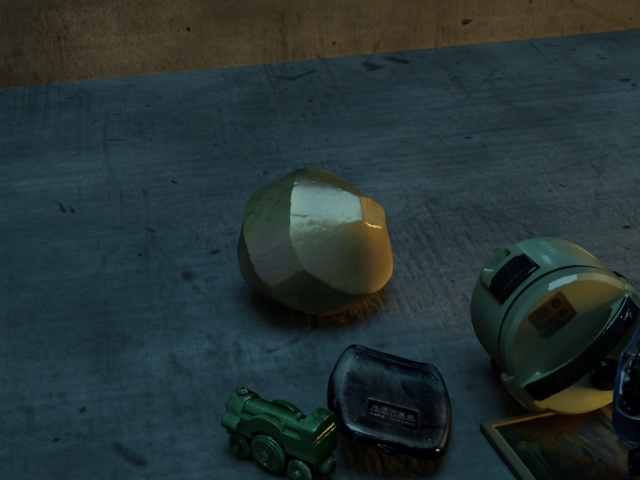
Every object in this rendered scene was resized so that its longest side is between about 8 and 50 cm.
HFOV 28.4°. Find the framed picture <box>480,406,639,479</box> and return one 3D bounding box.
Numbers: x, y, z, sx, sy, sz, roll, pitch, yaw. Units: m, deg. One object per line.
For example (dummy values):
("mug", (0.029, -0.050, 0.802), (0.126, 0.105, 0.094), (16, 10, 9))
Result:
("framed picture", (0.342, 0.292, 1.660), (0.184, 0.016, 0.250), (-10, 27, -13))

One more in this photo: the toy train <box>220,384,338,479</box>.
("toy train", (-0.056, 0.254, 1.676), (0.178, 0.104, 0.071), (17, 37, 33))

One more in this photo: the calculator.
("calculator", (0.096, 0.223, 1.743), (0.177, 0.040, 0.268), (14, 25, -3))

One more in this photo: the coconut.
("coconut", (0.000, 0.000, 2.043), (0.259, 0.259, 0.259), (-2, 27, 1))

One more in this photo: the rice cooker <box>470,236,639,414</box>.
("rice cooker", (0.330, 0.118, 1.769), (0.226, 0.226, 0.244), (-7, 22, -10))

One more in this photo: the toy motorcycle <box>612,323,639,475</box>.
("toy motorcycle", (0.462, 0.184, 1.633), (0.125, 0.212, 0.358), (10, 24, 31))
